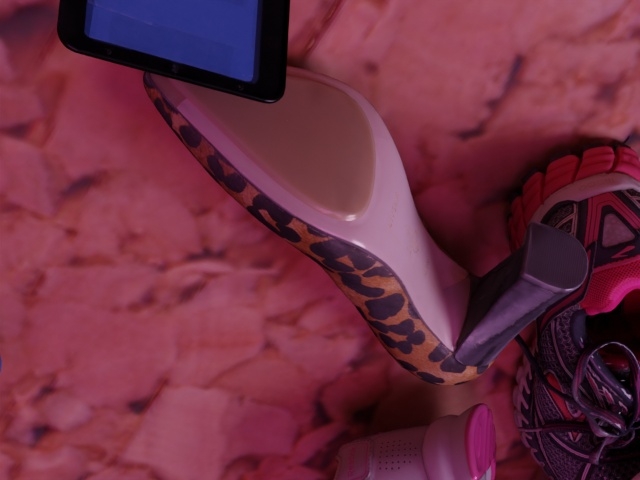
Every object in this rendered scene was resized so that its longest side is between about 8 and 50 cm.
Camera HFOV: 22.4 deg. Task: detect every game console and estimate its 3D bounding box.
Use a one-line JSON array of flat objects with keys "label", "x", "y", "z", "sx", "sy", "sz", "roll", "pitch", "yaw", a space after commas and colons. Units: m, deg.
[{"label": "game console", "x": -0.056, "y": -0.139, "z": 0.779, "sx": 0.122, "sy": 0.071, "sz": 0.107, "roll": 13, "pitch": 126, "yaw": -28}]

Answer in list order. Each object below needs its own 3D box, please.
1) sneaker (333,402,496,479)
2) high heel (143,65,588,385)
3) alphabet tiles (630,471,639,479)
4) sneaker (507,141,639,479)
[{"label": "sneaker", "x": 0.064, "y": 0.197, "z": 1.073, "sx": 0.111, "sy": 0.103, "sz": 0.252, "roll": -1, "pitch": 135, "yaw": 10}, {"label": "high heel", "x": 0.000, "y": 0.000, "z": 0.919, "sx": 0.261, "sy": 0.093, "sz": 0.186, "roll": 28, "pitch": 151, "yaw": -7}, {"label": "alphabet tiles", "x": 0.278, "y": 0.197, "z": 1.097, "sx": 0.284, "sy": 0.021, "sz": 0.278, "roll": -26, "pitch": 144, "yaw": -11}, {"label": "sneaker", "x": 0.177, "y": 0.087, "z": 0.991, "sx": 0.121, "sy": 0.112, "sz": 0.299, "roll": -18, "pitch": 131, "yaw": 2}]
